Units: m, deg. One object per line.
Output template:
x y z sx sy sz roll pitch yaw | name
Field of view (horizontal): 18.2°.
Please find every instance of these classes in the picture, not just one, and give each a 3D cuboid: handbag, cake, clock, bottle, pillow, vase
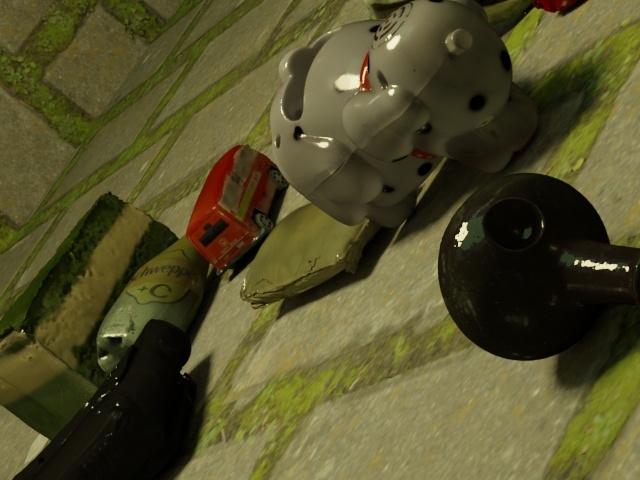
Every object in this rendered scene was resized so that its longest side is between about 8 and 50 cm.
-0.228 0.219 1.955 0.275 0.088 0.244 -50 11 18 | handbag
-0.278 0.093 2.281 0.172 0.158 0.283 -41 15 39 | cake
0.081 -0.125 1.671 0.189 0.189 0.254 -57 14 -22 | clock
-0.165 0.049 2.189 0.083 0.083 0.269 -40 15 39 | bottle
0.000 0.000 1.857 0.208 0.053 0.119 -22 34 57 | pillow
0.157 0.019 1.232 0.183 0.120 0.120 5 56 52 | vase

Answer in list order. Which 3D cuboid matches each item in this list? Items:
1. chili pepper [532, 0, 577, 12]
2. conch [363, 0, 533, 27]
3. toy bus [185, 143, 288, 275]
0.288 -0.322 1.681 0.387 0.110 0.110 -44 15 45 | chili pepper
0.083 -0.209 1.952 0.234 0.137 0.114 -51 29 25 | conch
-0.094 -0.041 2.205 0.079 0.077 0.174 -43 16 29 | toy bus
